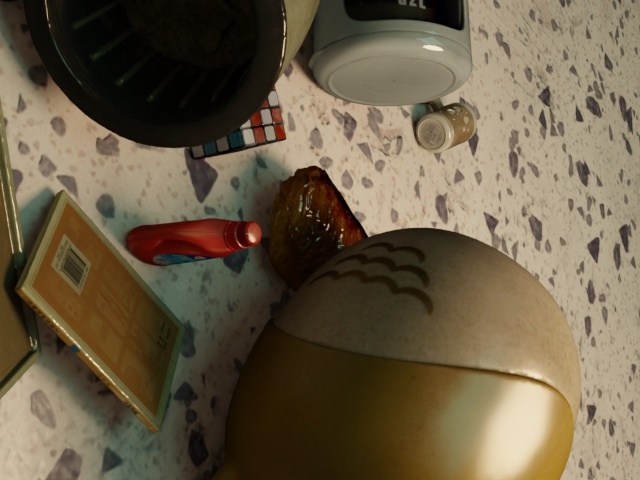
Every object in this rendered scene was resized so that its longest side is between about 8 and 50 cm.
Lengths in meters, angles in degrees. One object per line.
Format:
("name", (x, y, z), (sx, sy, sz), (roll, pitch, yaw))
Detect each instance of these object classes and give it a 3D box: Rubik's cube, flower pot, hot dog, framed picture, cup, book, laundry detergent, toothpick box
("Rubik's cube", (-0.114, -0.161, 1.389), (0.092, 0.092, 0.092), (-18, 97, -52))
("flower pot", (-0.134, -0.298, 1.239), (0.294, 0.293, 0.330), (66, 25, -18))
("hot dog", (0.003, -0.002, 1.501), (0.227, 0.099, 0.160), (55, 44, -32))
("framed picture", (-0.327, -0.001, 0.991), (0.240, 0.020, 0.324), (-73, 158, -74))
("cup", (0.211, -0.207, 1.841), (0.099, 0.074, 0.102), (-28, 104, -51))
("book", (-0.237, 0.079, 1.191), (0.242, 0.018, 0.170), (55, 25, -31))
("laundry detergent", (-0.143, -0.003, 1.253), (0.097, 0.165, 0.049), (13, 73, -51))
("toothpick box", (0.101, -0.401, 1.626), (0.263, 0.263, 0.355), (17, 69, -50))
("toothpick box", (0.092, 0.233, 1.320), (0.425, 0.409, 0.409), (-51, 123, -31))
